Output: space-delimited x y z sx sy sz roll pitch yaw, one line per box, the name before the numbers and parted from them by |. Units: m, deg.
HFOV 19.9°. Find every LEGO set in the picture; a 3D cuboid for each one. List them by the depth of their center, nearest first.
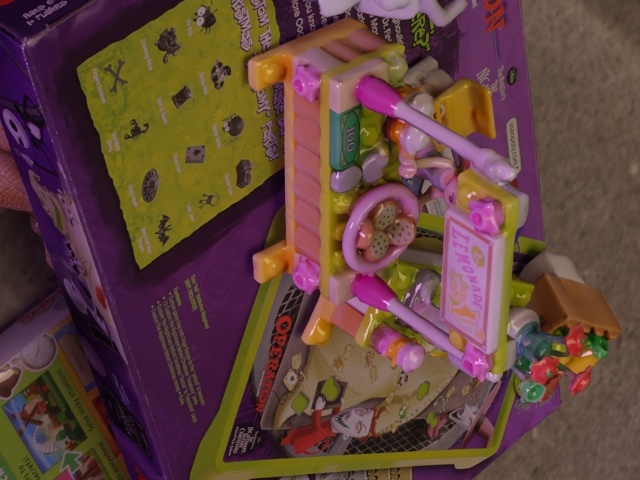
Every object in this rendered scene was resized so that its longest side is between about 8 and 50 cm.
LEGO set | 0.063 0.007 0.661 0.132 0.107 0.287 -44 140 -16

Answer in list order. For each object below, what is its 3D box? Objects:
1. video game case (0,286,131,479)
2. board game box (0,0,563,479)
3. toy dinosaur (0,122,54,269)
video game case | -0.077 0.117 0.787 0.206 0.026 0.227 -40 128 -21
board game box | 0.000 0.000 0.712 0.208 0.056 0.347 -33 137 -21
toy dinosaur | -0.119 -0.025 0.692 0.092 0.053 0.183 35 75 -26
